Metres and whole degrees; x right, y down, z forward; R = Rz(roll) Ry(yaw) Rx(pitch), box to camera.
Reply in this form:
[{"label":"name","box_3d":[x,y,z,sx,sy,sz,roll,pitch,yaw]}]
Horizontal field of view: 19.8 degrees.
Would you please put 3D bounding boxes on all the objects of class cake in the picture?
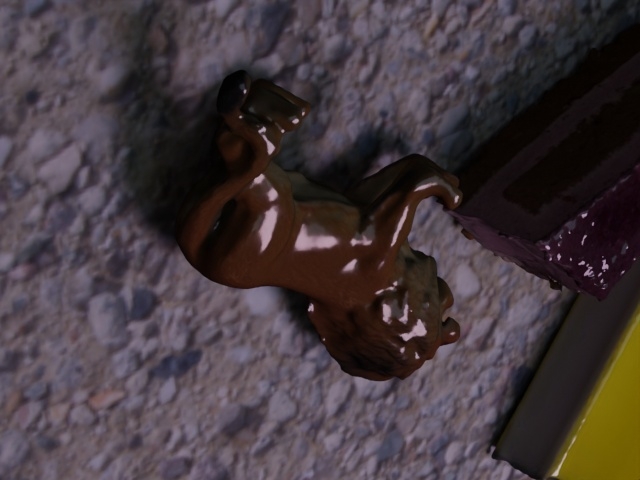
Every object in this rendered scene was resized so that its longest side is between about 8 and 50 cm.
[{"label":"cake","box_3d":[0.224,-0.072,1.321,0.295,0.116,0.113,-44,135,-17]}]

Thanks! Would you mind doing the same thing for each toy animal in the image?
[{"label":"toy animal","box_3d":[0.000,0.000,1.161,0.312,0.097,0.157,22,98,-44]}]

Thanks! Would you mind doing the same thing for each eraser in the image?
[{"label":"eraser","box_3d":[0.248,0.107,1.449,0.158,0.069,0.226,33,85,-43]}]
